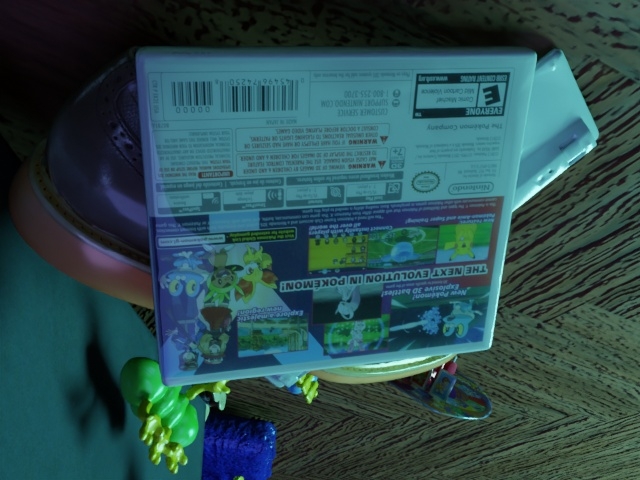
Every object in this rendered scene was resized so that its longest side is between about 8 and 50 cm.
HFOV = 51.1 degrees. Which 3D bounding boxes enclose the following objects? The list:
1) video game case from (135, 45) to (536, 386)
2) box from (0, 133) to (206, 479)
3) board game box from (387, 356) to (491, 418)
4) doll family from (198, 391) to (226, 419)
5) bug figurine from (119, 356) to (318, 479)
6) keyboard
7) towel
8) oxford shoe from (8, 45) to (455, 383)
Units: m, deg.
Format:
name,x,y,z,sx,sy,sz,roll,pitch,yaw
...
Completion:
name,x,y,z,sx,sy,sz,roll,pitch,yaw
video game case,0.010,-0.011,0.365,0.202,0.023,0.183,-4,115,-14
box,-0.381,0.190,0.495,0.473,0.297,0.479,-5,145,5
board game box,0.080,0.096,0.594,0.169,0.033,0.133,29,-169,26
doll family,-0.202,0.181,0.801,0.112,0.076,0.193,-3,141,21
bug figurine,-0.076,0.132,0.560,0.072,0.279,0.216,3,128,28
keyboard,0.052,-0.006,0.400,0.256,0.014,0.072,-39,120,5
towel,-0.219,0.298,0.959,0.309,0.076,0.227,7,151,0
oxford shoe,0.000,0.000,0.448,0.364,0.129,0.133,21,126,-37
